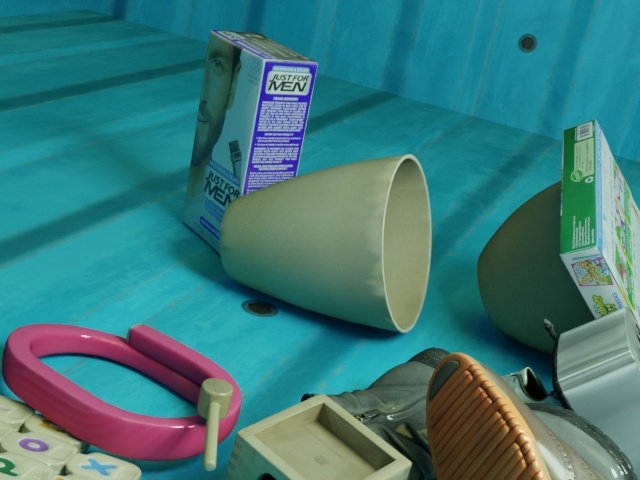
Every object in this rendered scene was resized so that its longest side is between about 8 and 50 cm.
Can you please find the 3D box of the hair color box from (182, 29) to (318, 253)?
[{"bbox_3d":[-0.121,-0.153,1.635,0.110,0.338,0.185,-2,24,-35],"label":"hair color box"}]

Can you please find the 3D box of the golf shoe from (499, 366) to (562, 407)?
[{"bbox_3d":[0.252,0.193,1.293,0.069,0.086,0.176,-4,23,-32],"label":"golf shoe"}]

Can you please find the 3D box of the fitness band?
[{"bbox_3d":[-0.222,0.158,1.132,0.291,0.054,0.209,22,16,31],"label":"fitness band"}]

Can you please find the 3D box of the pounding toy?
[{"bbox_3d":[-0.052,0.227,1.002,0.206,0.094,0.181,34,32,32],"label":"pounding toy"}]

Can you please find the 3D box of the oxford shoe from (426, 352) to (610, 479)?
[{"bbox_3d":[0.224,0.261,0.971,0.133,0.130,0.363,1,46,-38],"label":"oxford shoe"}]

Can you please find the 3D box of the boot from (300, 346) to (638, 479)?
[{"bbox_3d":[0.150,0.243,1.102,0.223,0.118,0.338,-16,27,-40],"label":"boot"}]

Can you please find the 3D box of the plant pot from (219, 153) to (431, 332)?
[{"bbox_3d":[0.000,0.000,1.486,0.274,0.256,0.256,2,16,20],"label":"plant pot"}]

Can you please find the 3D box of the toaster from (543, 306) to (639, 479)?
[{"bbox_3d":[0.358,0.182,1.227,0.110,0.185,0.168,-29,7,21],"label":"toaster"}]

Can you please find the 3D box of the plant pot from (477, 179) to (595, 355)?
[{"bbox_3d":[0.348,0.056,1.513,0.191,0.284,0.284,-15,7,28],"label":"plant pot"}]

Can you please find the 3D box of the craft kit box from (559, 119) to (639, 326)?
[{"bbox_3d":[0.395,0.007,1.367,0.061,0.246,0.249,-18,37,30],"label":"craft kit box"}]

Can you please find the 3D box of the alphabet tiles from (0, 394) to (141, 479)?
[{"bbox_3d":[-0.322,0.212,0.949,0.278,0.021,0.284,17,12,5],"label":"alphabet tiles"}]
